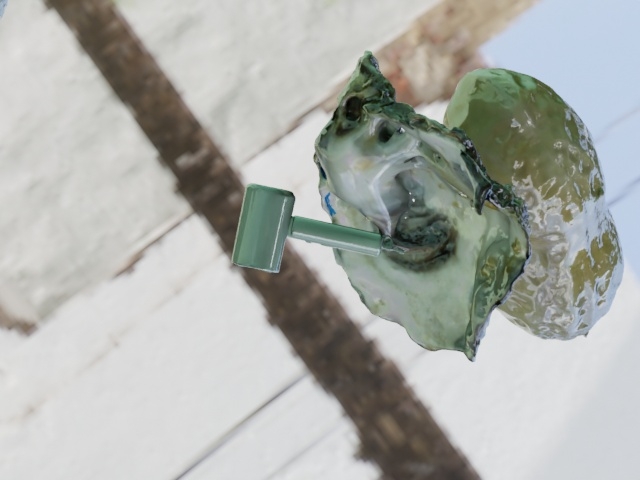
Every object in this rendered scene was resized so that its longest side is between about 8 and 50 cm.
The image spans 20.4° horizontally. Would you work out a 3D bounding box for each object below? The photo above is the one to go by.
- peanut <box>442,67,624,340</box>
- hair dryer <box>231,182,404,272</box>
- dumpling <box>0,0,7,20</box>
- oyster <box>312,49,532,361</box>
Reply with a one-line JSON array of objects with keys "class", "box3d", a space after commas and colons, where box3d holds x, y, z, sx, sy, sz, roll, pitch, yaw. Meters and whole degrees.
[{"class": "peanut", "box3d": [0.191, -0.033, 1.607, 0.149, 0.313, 0.149, -10, -128, 13]}, {"class": "hair dryer", "box3d": [0.000, 0.000, 1.315, 0.038, 0.124, 0.063, -116, -142, -88]}, {"class": "dumpling", "box3d": [-0.284, -0.187, 1.213, 0.126, 0.215, 0.166, -11, -156, -19]}, {"class": "oyster", "box3d": [0.083, -0.020, 1.449, 0.214, 0.223, 0.083, 36, -137, 28]}]
